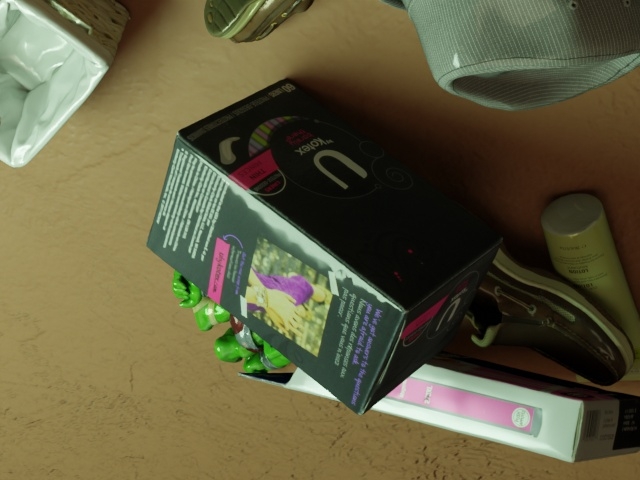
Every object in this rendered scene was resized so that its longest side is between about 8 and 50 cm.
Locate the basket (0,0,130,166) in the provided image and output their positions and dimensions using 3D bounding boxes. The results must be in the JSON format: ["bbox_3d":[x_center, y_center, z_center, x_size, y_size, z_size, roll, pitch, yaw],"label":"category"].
[{"bbox_3d":[-0.268,-0.170,1.432,0.113,0.103,0.167,36,126,-17],"label":"basket"}]

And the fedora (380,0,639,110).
[{"bbox_3d":[0.169,-0.180,1.237,0.275,0.124,0.244,-3,168,-28],"label":"fedora"}]

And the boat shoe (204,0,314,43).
[{"bbox_3d":[-0.028,-0.235,1.363,0.060,0.064,0.178,15,140,-42],"label":"boat shoe"}]

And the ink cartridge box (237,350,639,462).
[{"bbox_3d":[0.119,0.146,1.524,0.371,0.176,0.069,9,91,31],"label":"ink cartridge box"}]

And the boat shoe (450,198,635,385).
[{"bbox_3d":[0.181,0.072,1.499,0.257,0.095,0.095,36,152,3],"label":"boat shoe"}]

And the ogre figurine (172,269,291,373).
[{"bbox_3d":[-0.062,0.083,1.597,0.118,0.097,0.197,-8,124,22],"label":"ogre figurine"}]

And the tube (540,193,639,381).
[{"bbox_3d":[0.277,0.061,1.535,0.062,0.070,0.240,-35,130,-14],"label":"tube"}]

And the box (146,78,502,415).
[{"bbox_3d":[0.000,0.000,1.408,0.270,0.165,0.143,37,132,18],"label":"box"}]
